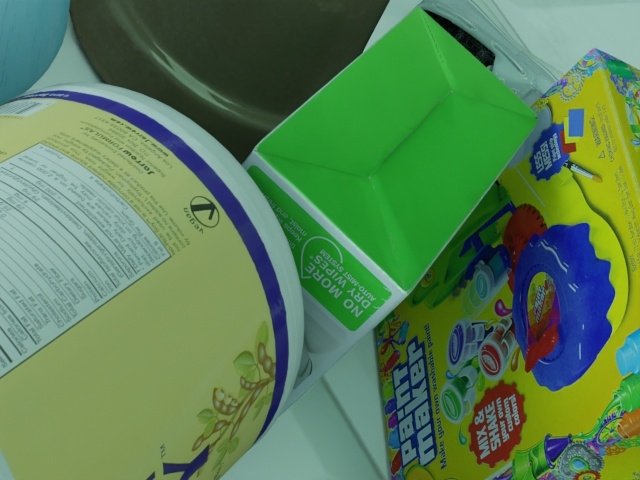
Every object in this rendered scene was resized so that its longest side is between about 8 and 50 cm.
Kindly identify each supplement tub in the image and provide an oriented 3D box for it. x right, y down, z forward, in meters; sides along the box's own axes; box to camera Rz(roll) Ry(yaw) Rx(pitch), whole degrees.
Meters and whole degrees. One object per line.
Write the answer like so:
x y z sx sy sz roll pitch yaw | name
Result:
-0.182 0.081 0.618 0.241 0.241 0.331 47 39 2 | supplement tub

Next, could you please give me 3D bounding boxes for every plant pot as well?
-0.039 -0.226 1.032 0.263 0.229 0.263 24 42 -24 | plant pot

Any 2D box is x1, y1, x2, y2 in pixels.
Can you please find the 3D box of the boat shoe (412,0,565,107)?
0.177 -0.164 1.300 0.227 0.079 0.081 48 47 12 | boat shoe

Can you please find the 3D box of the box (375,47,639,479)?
0.194 0.077 0.926 0.177 0.279 0.290 21 43 -28 | box

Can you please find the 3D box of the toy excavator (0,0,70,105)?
-0.203 -0.228 0.787 0.445 0.222 0.433 -2 56 -20 | toy excavator

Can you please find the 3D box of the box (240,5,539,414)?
0.000 0.000 0.859 0.127 0.231 0.262 43 39 -1 | box
